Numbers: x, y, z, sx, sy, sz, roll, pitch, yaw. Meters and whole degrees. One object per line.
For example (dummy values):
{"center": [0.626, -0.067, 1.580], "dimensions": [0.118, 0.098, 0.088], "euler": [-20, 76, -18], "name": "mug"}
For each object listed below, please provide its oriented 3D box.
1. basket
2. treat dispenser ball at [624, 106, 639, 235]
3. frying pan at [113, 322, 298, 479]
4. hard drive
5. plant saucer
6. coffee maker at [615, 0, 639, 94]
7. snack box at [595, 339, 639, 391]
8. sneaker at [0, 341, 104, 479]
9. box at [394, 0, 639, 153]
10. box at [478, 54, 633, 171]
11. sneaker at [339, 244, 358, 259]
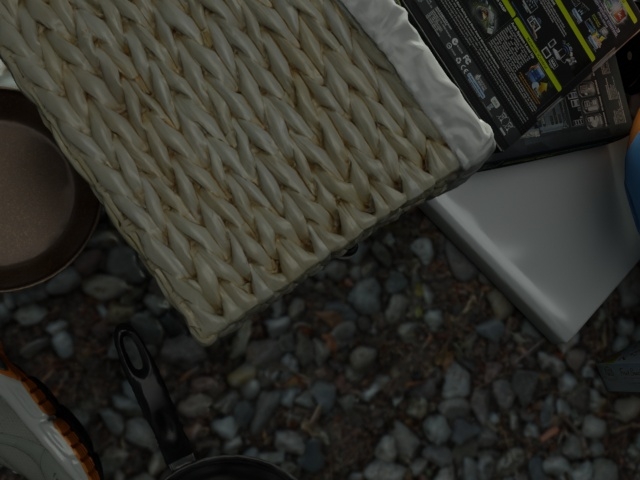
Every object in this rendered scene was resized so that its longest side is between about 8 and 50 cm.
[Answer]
{"center": [-0.068, -0.118, 0.872], "dimensions": [0.266, 0.328, 0.331], "euler": [-35, 89, -1], "name": "basket"}
{"center": [0.437, -0.069, 0.974], "dimensions": [0.288, 0.288, 0.288], "euler": [2, 82, -13], "name": "treat dispenser ball"}
{"center": [-0.135, 0.258, 0.967], "dimensions": [0.326, 0.053, 0.197], "euler": [43, 75, -2], "name": "frying pan"}
{"center": [0.205, -0.096, 1.097], "dimensions": [0.353, 0.047, 0.233], "euler": [45, 75, -3], "name": "hard drive"}
{"center": [-0.308, -0.047, 0.979], "dimensions": [0.198, 0.036, 0.198], "euler": [2, 81, -13], "name": "plant saucer"}
{"center": [0.373, -0.272, 1.123], "dimensions": [0.178, 0.120, 0.171], "euler": [-28, 88, -16], "name": "coffee maker"}
{"center": [0.361, 0.119, 1.052], "dimensions": [0.100, 0.141, 0.037], "euler": [-23, 88, -15], "name": "snack box"}
{"center": [-0.309, 0.163, 0.928], "dimensions": [0.121, 0.099, 0.262], "euler": [-44, 85, -7], "name": "sneaker"}
{"center": [0.156, -0.248, 0.959], "dimensions": [0.216, 0.060, 0.270], "euler": [-42, 106, -18], "name": "box"}
{"center": [0.203, -0.198, 1.057], "dimensions": [0.183, 0.059, 0.232], "euler": [-13, 85, -15], "name": "box"}
{"center": [0.000, 0.000, 1.042], "dimensions": [0.083, 0.035, 0.031], "euler": [5, 80, -12], "name": "sneaker"}
